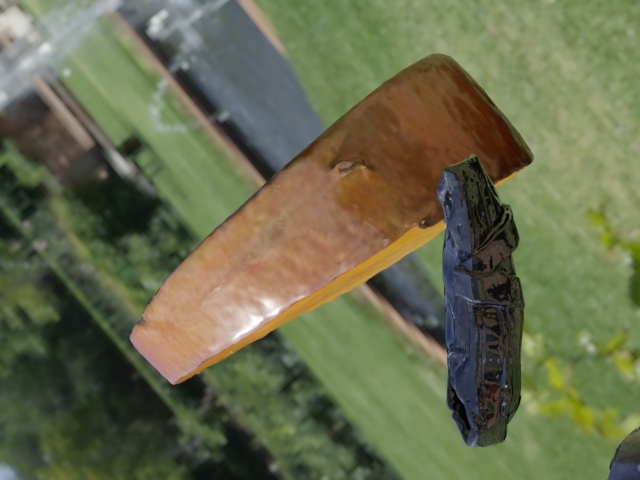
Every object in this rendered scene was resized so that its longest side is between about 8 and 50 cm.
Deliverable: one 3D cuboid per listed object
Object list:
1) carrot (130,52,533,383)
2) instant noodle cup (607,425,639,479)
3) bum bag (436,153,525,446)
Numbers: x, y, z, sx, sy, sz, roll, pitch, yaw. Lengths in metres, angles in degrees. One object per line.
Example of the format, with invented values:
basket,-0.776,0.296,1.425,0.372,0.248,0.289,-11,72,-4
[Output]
carrot,0.000,0.000,1.168,0.100,0.307,0.258,53,-154,7
instant noodle cup,0.436,0.282,1.838,0.207,0.217,0.217,-7,128,50
bum bag,0.069,0.026,0.724,0.058,0.034,0.124,-23,-68,-65
